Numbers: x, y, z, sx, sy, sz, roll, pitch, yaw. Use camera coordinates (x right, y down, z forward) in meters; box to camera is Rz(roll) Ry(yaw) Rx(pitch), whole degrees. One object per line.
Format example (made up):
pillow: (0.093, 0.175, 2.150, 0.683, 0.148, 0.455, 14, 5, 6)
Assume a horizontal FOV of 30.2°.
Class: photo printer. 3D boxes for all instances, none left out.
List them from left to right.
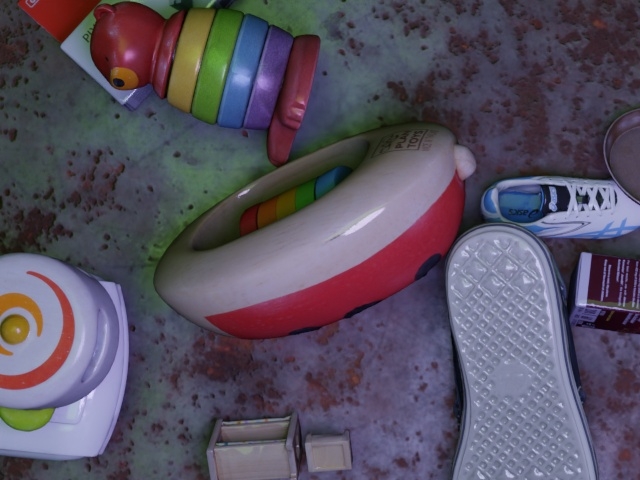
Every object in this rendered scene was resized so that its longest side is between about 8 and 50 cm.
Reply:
photo printer: (-0.411, 0.160, 1.591, 0.307, 0.107, 0.256, 4, 84, 6)

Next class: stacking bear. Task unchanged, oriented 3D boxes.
stacking bear: (-0.158, -0.229, 1.545, 0.289, 0.175, 0.164, 15, 64, -6)

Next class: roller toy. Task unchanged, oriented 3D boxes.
roller toy: (-0.356, 0.110, 1.461, 0.191, 0.146, 0.209, -33, 80, 1)

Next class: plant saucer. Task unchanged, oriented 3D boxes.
plant saucer: (0.441, -0.096, 1.527, 0.168, 0.029, 0.168, 4, 58, -7)

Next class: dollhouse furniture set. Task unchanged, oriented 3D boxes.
dollhouse furniture set: (-0.043, 0.316, 1.558, 0.181, 0.101, 0.161, -5, 108, 6)

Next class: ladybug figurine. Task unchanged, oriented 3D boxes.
ladybug figurine: (0.000, 0.000, 1.466, 0.449, 0.305, 0.162, -22, 111, 30)

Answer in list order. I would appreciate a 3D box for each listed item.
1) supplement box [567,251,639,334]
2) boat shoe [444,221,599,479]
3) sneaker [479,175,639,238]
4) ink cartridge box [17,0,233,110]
supplement box: (0.436, 0.077, 1.485, 0.239, 0.130, 0.073, 7, 76, 8)
boat shoe: (0.250, 0.215, 1.486, 0.186, 0.156, 0.500, -5, 99, 17)
sneaker: (0.326, -0.045, 1.537, 0.237, 0.086, 0.085, -3, 82, 5)
ink cartridge box: (-0.261, -0.360, 1.652, 0.239, 0.060, 0.275, 42, 90, 8)
